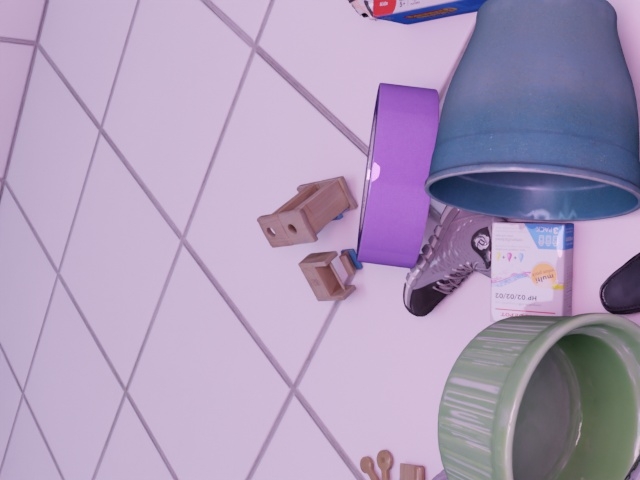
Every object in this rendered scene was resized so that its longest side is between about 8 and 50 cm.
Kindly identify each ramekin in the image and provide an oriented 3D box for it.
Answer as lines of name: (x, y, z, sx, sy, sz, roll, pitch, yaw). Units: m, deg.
ramekin: (0.293, 0.236, 1.058, 0.148, 0.303, 0.303, 2, 94, 58)

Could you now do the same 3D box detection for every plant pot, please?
plant pot: (0.284, -0.177, 1.085, 0.271, 0.271, 0.255, -2, 77, 49)

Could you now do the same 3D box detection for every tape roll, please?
tape roll: (0.115, -0.098, 1.273, 0.275, 0.090, 0.275, 6, -90, -89)

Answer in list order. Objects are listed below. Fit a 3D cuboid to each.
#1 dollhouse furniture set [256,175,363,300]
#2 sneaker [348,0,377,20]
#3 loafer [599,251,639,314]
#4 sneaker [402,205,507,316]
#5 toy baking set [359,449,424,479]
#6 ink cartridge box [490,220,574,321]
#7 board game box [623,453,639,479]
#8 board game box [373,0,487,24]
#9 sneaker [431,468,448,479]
dollhouse furniture set: (0.000, 0.000, 1.533, 0.129, 0.129, 0.184, -7, 116, 49)
sneaker: (0.067, -0.419, 1.470, 0.109, 0.040, 0.044, 37, 121, 42)
loafer: (0.436, 0.032, 1.042, 0.223, 0.078, 0.076, -37, 64, 43)
sneaker: (0.218, 0.048, 1.289, 0.132, 0.086, 0.229, 41, 120, 37)
toy baking set: (0.120, 0.489, 1.465, 0.197, 0.030, 0.256, 32, 109, 50)
ink cartridge box: (0.300, 0.065, 1.189, 0.104, 0.061, 0.181, 2, 94, 28)
board game box: (0.493, 0.214, 0.924, 0.193, 0.053, 0.305, 27, 110, 12)
board game box: (0.216, -0.503, 1.262, 0.308, 0.086, 0.302, 4, 95, 49)
sneaker: (0.197, 0.480, 1.325, 0.153, 0.101, 0.268, 43, 100, 2)
